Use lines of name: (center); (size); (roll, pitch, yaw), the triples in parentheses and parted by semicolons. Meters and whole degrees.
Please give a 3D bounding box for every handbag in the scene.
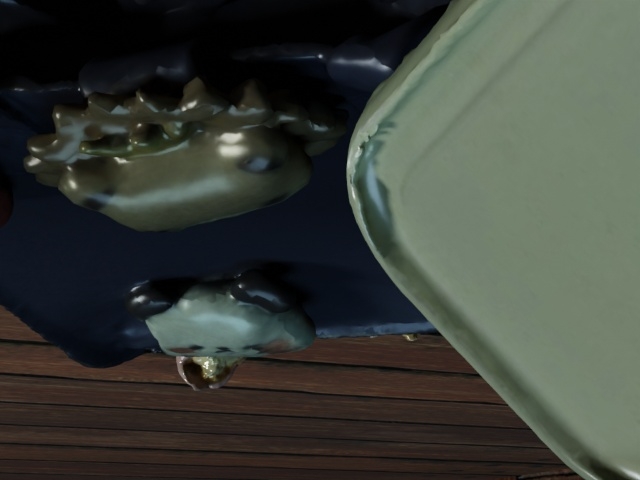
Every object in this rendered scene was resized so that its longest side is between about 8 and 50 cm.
handbag: (-0.009, -0.040, 0.685); (0.303, 0.122, 0.329); (-6, 165, 17)

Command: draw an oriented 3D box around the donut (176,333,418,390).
donut: (0.000, 0.000, 0.900); (0.166, 0.117, 0.065); (-13, 151, -8)

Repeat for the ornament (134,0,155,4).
ornament: (-0.010, -0.117, 0.422); (0.088, 0.081, 0.203); (5, 168, -24)

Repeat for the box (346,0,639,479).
box: (0.135, -0.065, 0.384); (0.178, 0.138, 0.274); (-42, 180, -30)
